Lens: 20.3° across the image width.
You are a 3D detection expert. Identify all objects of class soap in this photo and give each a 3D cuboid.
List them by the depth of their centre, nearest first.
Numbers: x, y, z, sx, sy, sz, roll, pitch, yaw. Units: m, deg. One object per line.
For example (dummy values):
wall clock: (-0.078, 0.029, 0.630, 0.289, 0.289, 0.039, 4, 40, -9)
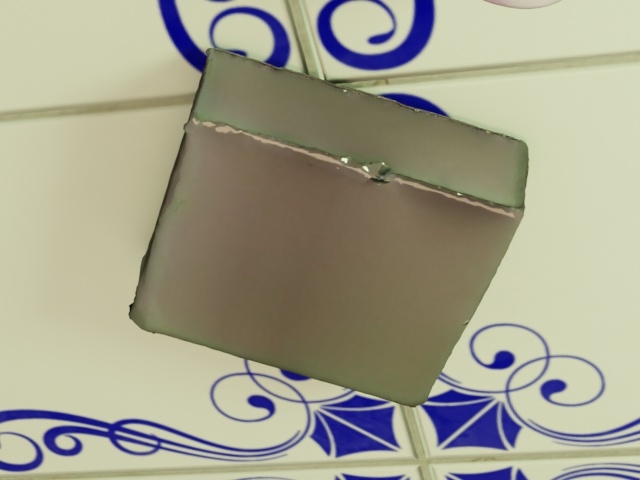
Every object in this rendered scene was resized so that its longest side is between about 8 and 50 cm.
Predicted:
soap: (0.000, 0.000, 1.566, 0.296, 0.107, 0.285, 18, 134, -7)

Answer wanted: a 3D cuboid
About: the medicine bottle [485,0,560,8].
medicine bottle: (0.163, -0.294, 1.218, 0.152, 0.152, 0.254, 19, 134, -9)
